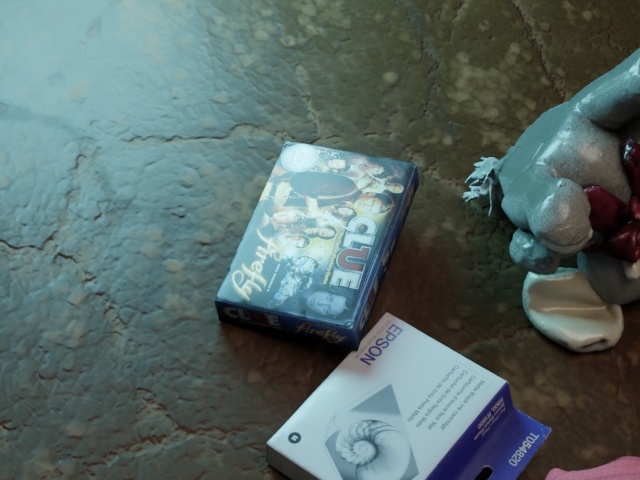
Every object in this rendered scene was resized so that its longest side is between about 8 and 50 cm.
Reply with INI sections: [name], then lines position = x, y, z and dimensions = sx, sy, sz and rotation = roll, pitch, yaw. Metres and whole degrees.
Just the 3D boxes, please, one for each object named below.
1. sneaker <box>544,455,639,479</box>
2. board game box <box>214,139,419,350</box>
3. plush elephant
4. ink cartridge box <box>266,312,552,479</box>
[sneaker]
position = 0.373, 0.268, 1.474
dimensions = 0.314, 0.115, 0.136
rotation = 2, 23, -25
[board game box]
position = 0.000, 0.000, 1.584
dimensions = 0.165, 0.042, 0.243
rotation = 11, 55, 15
[plush elephant]
position = 0.333, -0.024, 1.583
dimensions = 0.255, 0.330, 0.272
rotation = 39, 70, -12
[ink cartridge box]
position = 0.096, 0.206, 1.467
dimensions = 0.224, 0.045, 0.223
rotation = 29, 56, 23
